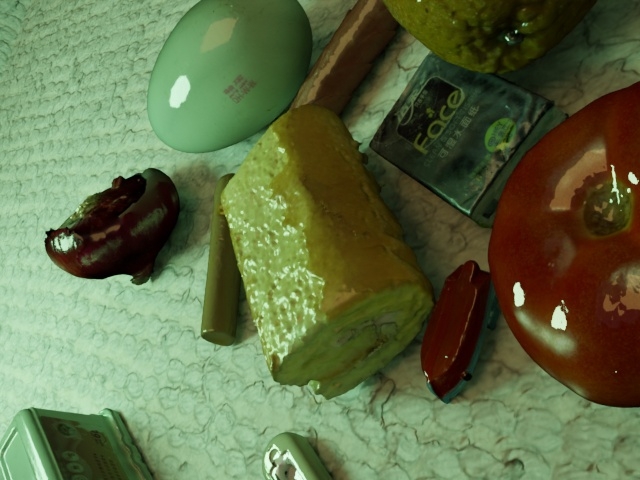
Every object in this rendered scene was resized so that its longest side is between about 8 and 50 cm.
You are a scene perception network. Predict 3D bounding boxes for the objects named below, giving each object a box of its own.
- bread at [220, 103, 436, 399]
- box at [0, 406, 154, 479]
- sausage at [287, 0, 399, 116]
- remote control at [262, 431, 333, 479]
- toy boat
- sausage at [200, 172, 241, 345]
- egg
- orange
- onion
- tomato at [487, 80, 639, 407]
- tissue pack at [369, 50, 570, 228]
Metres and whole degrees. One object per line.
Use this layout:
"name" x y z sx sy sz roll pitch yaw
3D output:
"bread" 0.000 0.000 1.070 0.236 0.165 0.375 -46 42 22
"box" -0.412 0.407 1.288 0.312 0.182 0.175 38 99 49
"sausage" 0.068 -0.323 1.229 0.433 0.088 0.088 -55 41 9
"remote control" -0.015 0.335 1.007 0.078 0.042 0.221 -54 41 10
"toy boat" 0.166 0.110 0.921 0.069 0.059 0.173 19 92 50
"sausage" -0.159 0.025 1.305 0.066 0.066 0.301 -20 55 40
"egg" -0.165 -0.287 1.348 0.371 0.230 0.230 -39 46 36
"orange" 0.201 -0.382 0.949 0.322 0.322 0.357 -25 63 37
"onion" -0.374 -0.010 1.491 0.272 0.195 0.272 -24 21 10
"tomato" 0.298 0.006 0.702 0.298 0.226 0.298 -25 57 44
"tissue pack" 0.186 -0.139 1.015 0.173 0.073 0.235 -55 41 9
